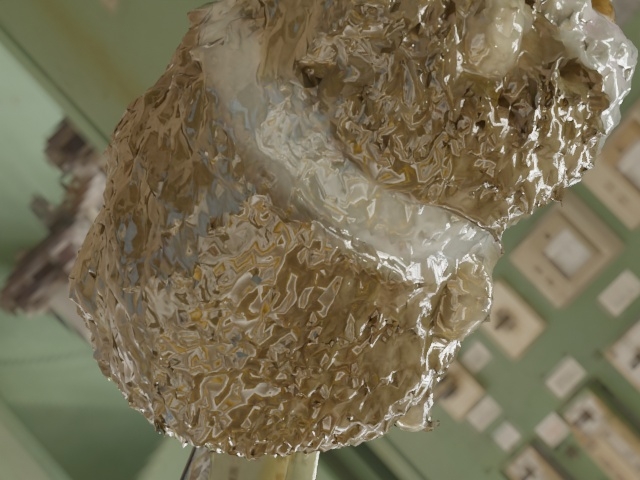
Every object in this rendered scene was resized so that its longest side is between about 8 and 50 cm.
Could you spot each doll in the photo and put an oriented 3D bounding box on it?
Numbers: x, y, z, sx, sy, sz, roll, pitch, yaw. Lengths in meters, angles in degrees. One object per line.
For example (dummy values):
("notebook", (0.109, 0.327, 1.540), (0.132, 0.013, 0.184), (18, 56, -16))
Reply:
("doll", (-0.004, -0.003, 0.427), (0.115, 0.105, 0.221), (3, 137, -24))
